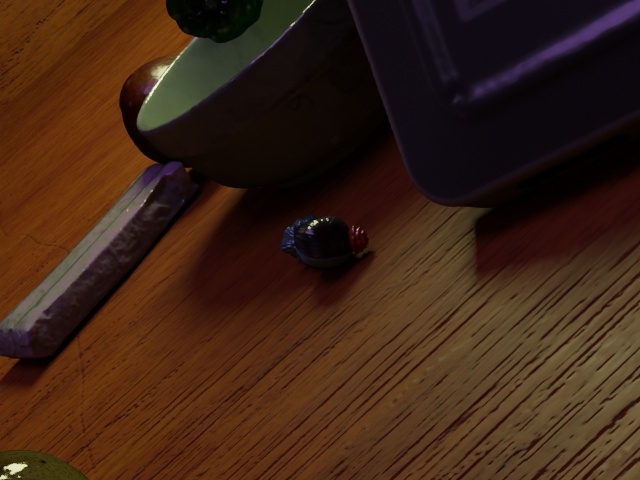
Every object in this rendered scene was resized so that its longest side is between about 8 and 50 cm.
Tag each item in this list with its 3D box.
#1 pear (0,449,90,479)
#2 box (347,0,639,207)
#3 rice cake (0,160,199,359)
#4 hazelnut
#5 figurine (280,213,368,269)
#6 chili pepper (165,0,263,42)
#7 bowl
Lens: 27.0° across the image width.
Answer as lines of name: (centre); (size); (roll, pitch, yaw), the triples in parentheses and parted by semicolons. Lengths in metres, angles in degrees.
pear: (-0.225, 0.226, 0.946); (0.167, 0.136, 0.167); (-32, 27, 19)
box: (0.176, -0.251, 0.981); (0.367, 0.373, 0.090); (-27, -17, 30)
rice cake: (-0.253, 0.020, 1.527); (0.106, 0.050, 0.298); (-6, 39, 55)
hazelnut: (-0.161, -0.152, 1.592); (0.143, 0.154, 0.143); (-6, 78, 29)
figurine: (0.000, 0.000, 1.160); (0.060, 0.047, 0.106); (-7, 6, -16)
chili pepper: (-0.099, -0.256, 1.352); (0.099, 0.083, 0.253); (-35, 17, 19)
bowl: (-0.033, -0.168, 1.379); (0.307, 0.163, 0.307); (-34, 23, 16)
